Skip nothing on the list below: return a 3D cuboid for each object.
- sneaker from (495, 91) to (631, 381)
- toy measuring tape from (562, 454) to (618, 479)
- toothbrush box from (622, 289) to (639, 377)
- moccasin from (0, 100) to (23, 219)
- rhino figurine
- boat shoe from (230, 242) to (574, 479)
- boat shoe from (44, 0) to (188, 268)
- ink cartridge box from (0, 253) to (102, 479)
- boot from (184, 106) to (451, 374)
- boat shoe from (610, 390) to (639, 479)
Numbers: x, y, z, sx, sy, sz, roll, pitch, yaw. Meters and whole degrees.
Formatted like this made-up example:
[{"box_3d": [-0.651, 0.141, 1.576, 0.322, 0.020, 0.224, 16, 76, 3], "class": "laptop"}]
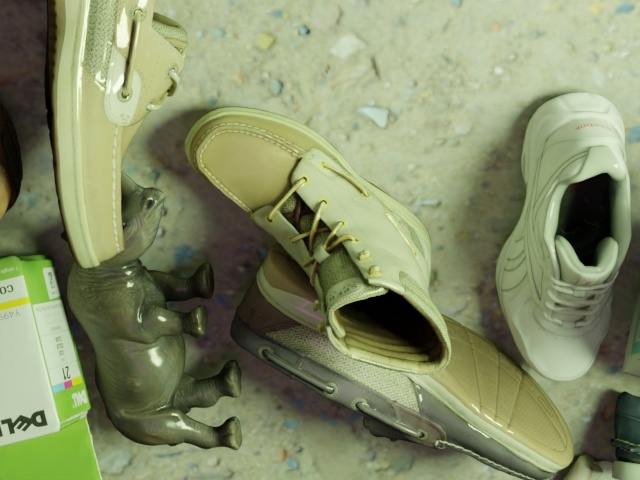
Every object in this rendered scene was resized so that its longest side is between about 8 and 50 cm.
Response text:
[{"box_3d": [0.180, 0.016, 1.324, 0.090, 0.115, 0.232, -2, 119, -2], "class": "sneaker"}, {"box_3d": [0.351, 0.270, 1.478, 0.330, 0.121, 0.121, 22, 116, -14], "class": "toy measuring tape"}, {"box_3d": [0.393, 0.069, 1.282, 0.295, 0.216, 0.126, 17, 80, -7], "class": "toothbrush box"}, {"box_3d": [-0.397, -0.014, 1.260, 0.380, 0.147, 0.139, -4, 119, 0], "class": "moccasin"}, {"box_3d": [-0.133, 0.053, 1.354, 0.106, 0.073, 0.243, -7, 117, 13], "class": "rhino figurine"}, {"box_3d": [0.062, 0.106, 1.383, 0.285, 0.103, 0.092, 31, 119, -14], "class": "boat shoe"}, {"box_3d": [-0.136, -0.126, 1.227, 0.098, 0.109, 0.302, -2, 107, -10], "class": "boat shoe"}, {"box_3d": [-0.265, 0.154, 1.329, 0.188, 0.097, 0.255, -15, 89, 6], "class": "ink cartridge box"}, {"box_3d": [0.000, 0.000, 1.277, 0.213, 0.165, 0.077, 33, 112, -21], "class": "boot"}, {"box_3d": [0.357, 0.159, 1.427, 0.254, 0.095, 0.079, 3, 89, 9], "class": "boat shoe"}]
